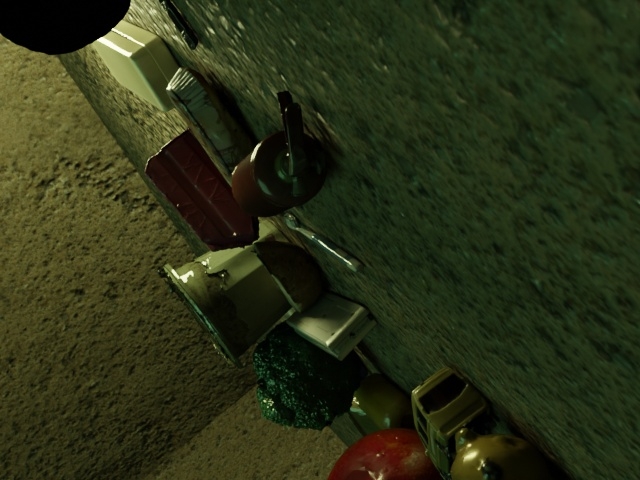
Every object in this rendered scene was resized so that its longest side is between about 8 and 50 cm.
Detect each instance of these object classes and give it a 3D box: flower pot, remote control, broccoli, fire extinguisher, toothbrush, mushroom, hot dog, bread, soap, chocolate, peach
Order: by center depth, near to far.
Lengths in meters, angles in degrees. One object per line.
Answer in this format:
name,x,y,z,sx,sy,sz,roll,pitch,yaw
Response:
fire extinguisher,-0.060,-0.115,1.197,0.337,0.106,0.148,166,90,-76
remote control,-0.218,-0.338,1.299,0.096,0.014,0.039,55,168,-10
chocolate,-0.432,-0.452,1.300,0.210,0.225,0.340,63,169,8
hot dog,-0.172,-0.181,1.452,0.144,0.075,0.268,44,170,51
toothbrush,0.000,0.000,1.480,0.275,0.019,0.025,34,151,56
soap,-0.212,-0.092,1.647,0.250,0.162,0.099,50,168,12
peach,0.172,0.551,1.663,0.388,0.388,0.388,48,168,14
mushroom,-0.054,0.066,1.690,0.072,0.094,0.210,30,157,46
remote control,0.019,0.164,1.692,0.055,0.103,0.277,48,169,-16
flower pot,-0.170,0.096,1.818,0.290,0.259,0.290,50,169,14
bread,0.155,0.378,1.862,0.134,0.085,0.173,57,167,-26
broccoli,-0.038,0.305,1.898,0.270,0.270,0.270,47,154,21

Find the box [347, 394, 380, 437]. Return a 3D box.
box,0.137,0.423,2.034,0.177,0.111,0.111,56,167,-21

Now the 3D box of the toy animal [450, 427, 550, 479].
toy animal,0.294,0.388,1.226,0.281,0.195,0.169,47,-152,2

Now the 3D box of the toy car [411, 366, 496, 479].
toy car,0.215,0.308,1.398,0.124,0.101,0.257,50,167,28

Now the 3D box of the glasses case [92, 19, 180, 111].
glasses case,-0.356,-0.348,1.648,0.313,0.070,0.131,34,159,54

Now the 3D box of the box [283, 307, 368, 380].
box,0.001,0.244,2.073,0.259,0.071,0.168,53,168,-3
